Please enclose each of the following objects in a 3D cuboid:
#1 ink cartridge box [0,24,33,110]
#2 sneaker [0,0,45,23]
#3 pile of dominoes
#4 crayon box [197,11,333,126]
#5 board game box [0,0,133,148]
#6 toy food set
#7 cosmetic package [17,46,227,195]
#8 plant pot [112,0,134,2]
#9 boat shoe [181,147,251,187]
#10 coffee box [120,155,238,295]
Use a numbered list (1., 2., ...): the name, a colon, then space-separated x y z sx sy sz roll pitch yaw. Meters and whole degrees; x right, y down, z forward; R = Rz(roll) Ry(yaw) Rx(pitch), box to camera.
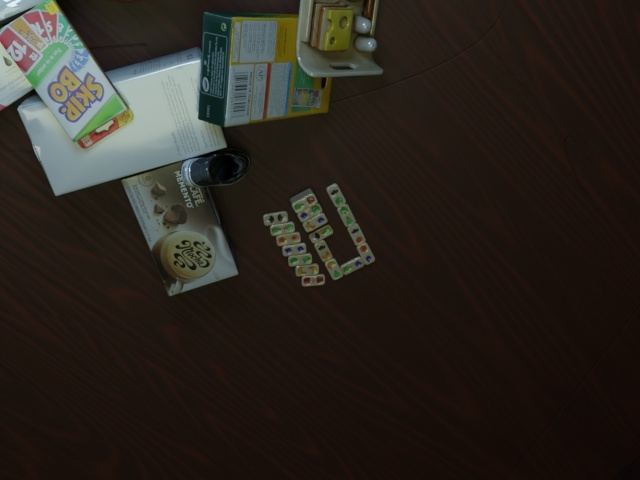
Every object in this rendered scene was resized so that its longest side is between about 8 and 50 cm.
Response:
1. ink cartridge box: -0.675 -0.358 1.466 0.158 0.092 0.218 -32 114 4
2. sneaker: -0.539 -0.525 1.394 0.292 0.108 0.169 -37 115 -18
3. pile of dominoes: 0.000 0.000 1.792 0.196 0.040 0.251 -28 116 2
4. crayon box: -0.100 -0.349 1.517 0.323 0.083 0.203 -18 122 -49
5. board game box: -0.472 -0.305 1.405 0.124 0.039 0.259 -31 113 3
6. toy food set: 0.071 -0.481 1.498 0.219 0.092 0.306 -15 121 -42
7. cosmetic package: -0.393 -0.247 1.537 0.365 0.155 0.197 -15 115 -3
8. plant pot: -0.331 -0.574 1.323 0.290 0.203 0.291 -9 107 -29
9. boat shoe: -0.198 -0.155 1.583 0.076 0.228 0.080 -3 97 27
10. coffee box: -0.306 -0.049 1.664 0.168 0.119 0.297 -17 116 -2
